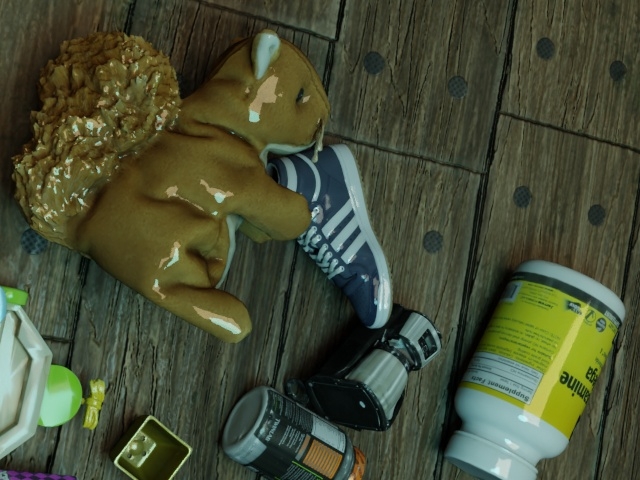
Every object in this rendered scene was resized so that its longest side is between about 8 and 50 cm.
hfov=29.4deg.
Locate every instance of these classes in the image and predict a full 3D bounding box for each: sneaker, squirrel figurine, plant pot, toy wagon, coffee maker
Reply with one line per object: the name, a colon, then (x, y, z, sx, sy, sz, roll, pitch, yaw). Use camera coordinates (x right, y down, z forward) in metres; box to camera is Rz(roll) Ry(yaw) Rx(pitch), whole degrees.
sneaker: (0.000, 0.000, 1.758, 0.153, 0.099, 0.282, -8, 75, -27)
squirrel figurine: (-0.183, -0.127, 1.572, 0.397, 0.281, 0.370, 29, 91, -12)
plant pot: (-0.241, 0.288, 1.667, 0.081, 0.083, 0.081, 44, 72, -20)
toy wagon: (-0.452, 0.186, 1.575, 0.344, 0.068, 0.267, 14, 84, -26)
coffee maker: (0.066, 0.176, 1.789, 0.178, 0.171, 0.120, -47, 149, -38)

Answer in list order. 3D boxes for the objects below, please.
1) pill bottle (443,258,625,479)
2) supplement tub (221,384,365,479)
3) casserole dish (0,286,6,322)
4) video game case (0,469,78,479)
pill bottle: (0.324, 0.214, 1.885, 0.188, 0.188, 0.334, 33, 77, -22)
supplement tub: (-0.036, 0.298, 1.749, 0.190, 0.117, 0.117, 35, 75, -22)
casserole dish: (-0.484, 0.084, 1.501, 0.188, 0.037, 0.114, -3, 92, -26)
video game case: (-0.443, 0.385, 1.550, 0.232, 0.042, 0.210, 10, 110, -25)
